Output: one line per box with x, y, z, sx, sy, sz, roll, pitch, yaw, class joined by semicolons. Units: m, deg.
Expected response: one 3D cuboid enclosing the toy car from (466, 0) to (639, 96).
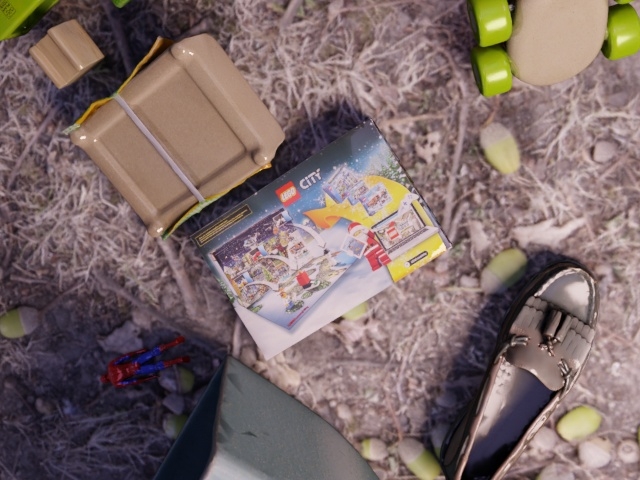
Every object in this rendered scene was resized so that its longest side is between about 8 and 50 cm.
0.207;-0.261;0.708;0.155;0.149;0.188;-16;61;7;toy car

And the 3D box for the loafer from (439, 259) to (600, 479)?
0.207;0.147;0.728;0.096;0.084;0.268;27;97;8;loafer

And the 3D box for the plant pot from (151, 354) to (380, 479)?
-0.047;0.308;0.711;0.252;0.247;0.248;30;97;-10;plant pot

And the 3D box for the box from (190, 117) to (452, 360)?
0.000;0.000;0.776;0.233;0.044;0.159;-32;87;10;box

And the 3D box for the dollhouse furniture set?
-0.177;-0.185;0.789;0.197;0.151;0.301;-29;106;30;dollhouse furniture set

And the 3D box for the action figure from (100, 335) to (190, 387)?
-0.203;0.142;0.827;0.115;0.030;0.038;-20;84;15;action figure
